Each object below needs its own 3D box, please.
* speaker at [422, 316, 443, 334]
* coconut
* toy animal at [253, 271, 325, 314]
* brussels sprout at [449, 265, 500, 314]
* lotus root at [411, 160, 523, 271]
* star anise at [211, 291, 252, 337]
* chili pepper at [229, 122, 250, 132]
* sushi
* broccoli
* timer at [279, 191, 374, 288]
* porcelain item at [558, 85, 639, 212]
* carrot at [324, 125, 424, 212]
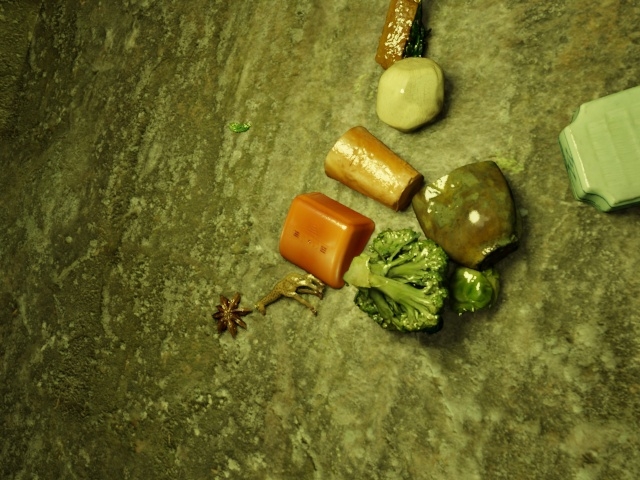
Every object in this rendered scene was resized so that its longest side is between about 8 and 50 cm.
[{"bbox_3d":[0.308,0.233,1.212,0.095,0.075,0.060,28,101,29],"label":"speaker"},{"bbox_3d":[0.269,-0.422,1.236,0.225,0.224,0.223,-2,83,22],"label":"coconut"},{"bbox_3d":[-0.110,0.179,1.390,0.276,0.054,0.148,-6,108,19],"label":"toy animal"},{"bbox_3d":[0.429,0.121,1.169,0.139,0.101,0.180,16,96,38],"label":"brussels sprout"},{"bbox_3d":[0.403,-0.054,1.133,0.267,0.149,0.260,-26,58,21],"label":"lotus root"},{"bbox_3d":[-0.320,0.262,1.474,0.168,0.057,0.167,-2,85,23],"label":"star anise"},{"bbox_3d":[-0.305,-0.425,1.556,0.091,0.030,0.034,6,62,20],"label":"chili pepper"},{"bbox_3d":[0.264,-0.642,1.283,0.140,0.149,0.286,21,113,13],"label":"sushi"},{"bbox_3d":[0.210,0.102,1.147,0.321,0.284,0.303,-5,74,53],"label":"broccoli"},{"bbox_3d":[0.000,0.000,1.349,0.258,0.161,0.249,30,111,22],"label":"timer"},{"bbox_3d":[0.768,-0.225,1.029,0.282,0.157,0.285,-17,79,22],"label":"porcelain item"},{"bbox_3d":[0.163,-0.201,1.259,0.254,0.196,0.196,41,100,19],"label":"carrot"}]
